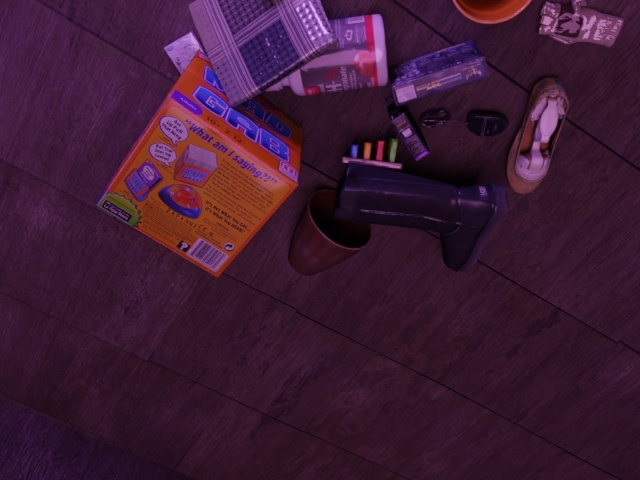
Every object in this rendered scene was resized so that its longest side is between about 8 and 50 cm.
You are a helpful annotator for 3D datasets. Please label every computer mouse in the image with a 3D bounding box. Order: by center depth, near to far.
[{"bbox_3d":[0.397,-0.334,1.672,0.242,0.041,0.071,7,138,5],"label":"computer mouse"}]

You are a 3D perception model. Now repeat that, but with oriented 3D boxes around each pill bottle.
[{"bbox_3d":[0.007,-0.463,1.527,0.318,0.176,0.176,-5,121,6],"label":"pill bottle"}]

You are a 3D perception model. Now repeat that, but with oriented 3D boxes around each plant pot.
[{"bbox_3d":[0.387,-0.628,1.400,0.205,0.188,0.205,1,121,2],"label":"plant pot"},{"bbox_3d":[0.000,0.000,1.810,0.215,0.215,0.230,30,132,-14],"label":"plant pot"}]

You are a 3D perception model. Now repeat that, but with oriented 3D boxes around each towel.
[{"bbox_3d":[-0.145,-0.528,1.467,0.312,0.056,0.324,-28,75,18],"label":"towel"}]

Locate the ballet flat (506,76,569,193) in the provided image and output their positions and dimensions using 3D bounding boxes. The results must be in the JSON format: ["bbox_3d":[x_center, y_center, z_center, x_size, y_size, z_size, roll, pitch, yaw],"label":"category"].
[{"bbox_3d":[0.595,-0.267,1.652,0.123,0.123,0.349,6,122,0],"label":"ballet flat"}]

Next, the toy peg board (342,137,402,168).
[{"bbox_3d":[0.144,-0.250,1.671,0.160,0.161,0.079,7,100,1],"label":"toy peg board"}]

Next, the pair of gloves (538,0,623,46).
[{"bbox_3d":[0.656,-0.607,1.486,0.204,0.042,0.240,7,120,3],"label":"pair of gloves"}]

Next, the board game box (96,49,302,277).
[{"bbox_3d":[-0.295,-0.203,1.582,0.356,0.356,0.356,34,118,-20],"label":"board game box"}]

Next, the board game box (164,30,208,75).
[{"bbox_3d":[-0.356,-0.499,1.614,0.090,0.020,0.090,-23,119,16],"label":"board game box"}]

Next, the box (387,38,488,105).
[{"bbox_3d":[0.292,-0.428,1.529,0.232,0.183,0.059,-16,120,11],"label":"box"}]

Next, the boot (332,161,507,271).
[{"bbox_3d":[0.249,-0.055,1.717,0.445,0.146,0.367,4,142,-8],"label":"boot"}]

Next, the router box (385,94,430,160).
[{"bbox_3d":[0.230,-0.307,1.608,0.046,0.179,0.133,-30,115,17],"label":"router box"}]
